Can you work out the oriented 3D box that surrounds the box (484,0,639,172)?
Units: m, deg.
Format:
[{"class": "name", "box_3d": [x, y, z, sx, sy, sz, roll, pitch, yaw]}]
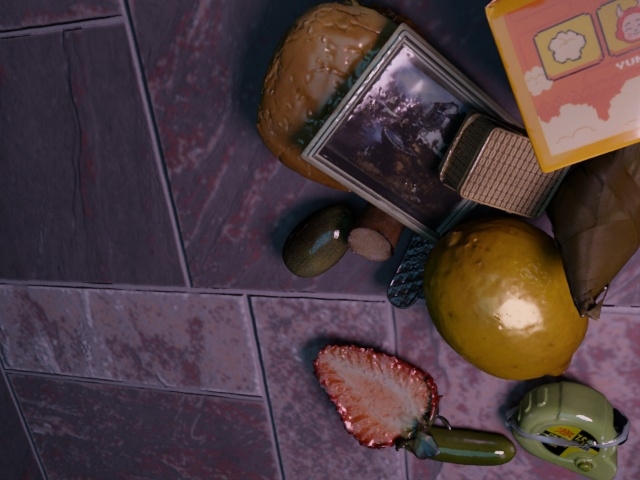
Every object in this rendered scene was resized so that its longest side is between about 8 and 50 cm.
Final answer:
[{"class": "box", "box_3d": [0.353, -0.253, 0.701, 0.259, 0.283, 0.214, -20, 107, 26]}]

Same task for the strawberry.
[{"class": "strawberry", "box_3d": [0.120, 0.296, 1.150, 0.286, 0.106, 0.188, 38, 98, 15]}]

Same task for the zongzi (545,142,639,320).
[{"class": "zongzi", "box_3d": [0.408, -0.060, 0.766, 0.123, 0.289, 0.260, 35, 120, -1]}]

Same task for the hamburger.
[{"class": "hamburger", "box_3d": [0.038, -0.218, 0.915, 0.259, 0.144, 0.283, 24, 116, 9]}]

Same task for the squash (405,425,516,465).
[{"class": "squash", "box_3d": [0.251, 0.400, 1.168, 0.252, 0.066, 0.066, 2, 114, 20]}]

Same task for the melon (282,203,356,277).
[{"class": "melon", "box_3d": [0.000, 0.000, 1.053, 0.099, 0.099, 0.162, 45, 115, -4]}]

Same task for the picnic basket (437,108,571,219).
[{"class": "picnic basket", "box_3d": [0.266, -0.108, 0.864, 0.164, 0.079, 0.115, 14, 116, -22]}]

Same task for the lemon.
[{"class": "lemon", "box_3d": [0.281, 0.087, 0.916, 0.236, 0.236, 0.263, -6, 118, 22]}]

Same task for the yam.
[{"class": "yam", "box_3d": [0.104, -0.031, 0.984, 0.084, 0.127, 0.084, 20, 139, 18]}]

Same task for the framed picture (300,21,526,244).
[{"class": "framed picture", "box_3d": [0.152, -0.135, 0.877, 0.296, 0.019, 0.232, 29, 110, -27]}]

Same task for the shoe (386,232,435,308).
[{"class": "shoe", "box_3d": [0.176, 0.036, 1.033, 0.071, 0.049, 0.179, 32, 98, 15]}]

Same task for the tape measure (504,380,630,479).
[{"class": "tape measure", "box_3d": [0.434, 0.322, 1.045, 0.200, 0.106, 0.175, 19, 132, 13]}]
